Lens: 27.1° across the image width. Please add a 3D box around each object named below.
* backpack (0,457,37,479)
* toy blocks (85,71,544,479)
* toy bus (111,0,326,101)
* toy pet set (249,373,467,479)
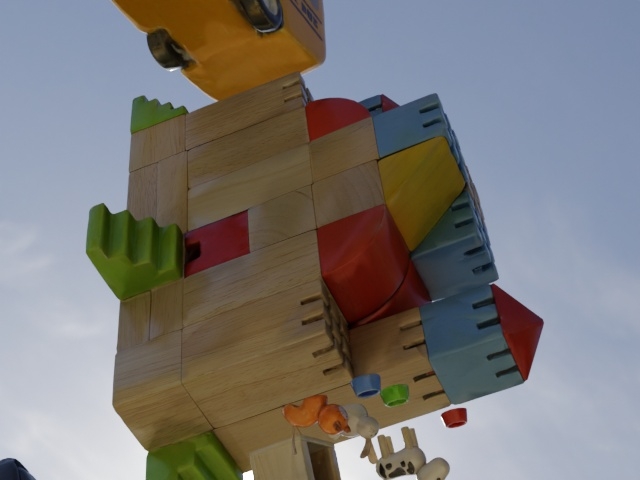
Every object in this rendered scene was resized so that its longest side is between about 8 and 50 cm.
[{"bbox_3d":[-0.242,0.422,1.147,0.273,0.290,0.355,-35,-62,1],"label":"backpack"},{"bbox_3d":[0.000,0.000,0.924,0.261,0.381,0.190,-20,-51,11],"label":"toy blocks"},{"bbox_3d":[-0.117,-0.241,1.047,0.108,0.130,0.332,-18,-38,23],"label":"toy bus"},{"bbox_3d":[0.015,0.128,0.703,0.114,0.065,0.122,-24,-26,24],"label":"toy pet set"}]
